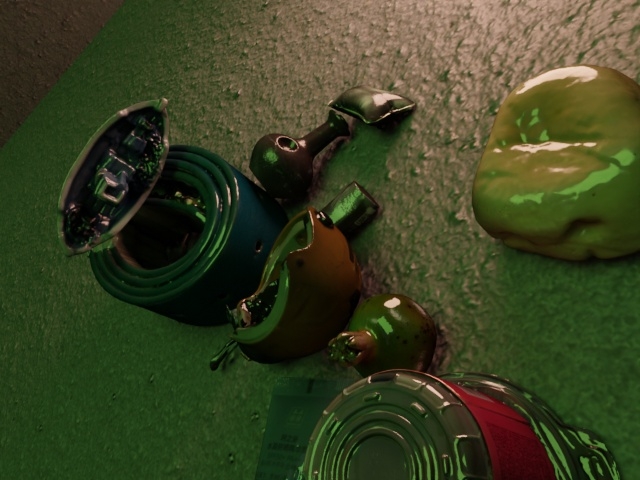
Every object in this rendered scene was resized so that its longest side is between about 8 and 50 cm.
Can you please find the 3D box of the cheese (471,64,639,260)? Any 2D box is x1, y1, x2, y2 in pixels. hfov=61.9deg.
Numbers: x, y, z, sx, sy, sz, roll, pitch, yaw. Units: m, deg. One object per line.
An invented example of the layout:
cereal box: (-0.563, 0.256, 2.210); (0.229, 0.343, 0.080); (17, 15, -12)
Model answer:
cheese: (0.267, -0.081, 0.592); (0.218, 0.117, 0.235); (-42, 41, 17)

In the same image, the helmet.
helmet: (-0.020, 0.066, 0.710); (0.198, 0.130, 0.224); (-50, 12, 24)

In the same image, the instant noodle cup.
instant noodle cup: (0.100, 0.230, 0.503); (0.302, 0.181, 0.258); (-35, 45, 21)

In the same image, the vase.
vase: (-0.031, -0.153, 0.921); (0.183, 0.120, 0.120); (-37, 43, -3)

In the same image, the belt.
belt: (-0.259, -0.012, 0.984); (0.436, 0.173, 0.300); (14, 74, 45)

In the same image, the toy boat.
toy boat: (-0.345, -0.109, 0.900); (0.142, 0.129, 0.309); (19, 78, 58)

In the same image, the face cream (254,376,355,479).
face cream: (-0.048, 0.353, 0.641); (0.135, 0.086, 0.385); (-9, 55, 35)

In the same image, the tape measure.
tape measure: (-0.097, 0.166, 0.829); (0.107, 0.104, 0.180); (57, 137, 30)

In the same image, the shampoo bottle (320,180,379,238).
shampoo bottle: (-0.001, -0.001, 0.830); (0.207, 0.057, 0.064); (-43, 51, 16)

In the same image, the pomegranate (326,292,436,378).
pomegranate: (0.070, 0.119, 0.632); (0.114, 0.142, 0.115); (0, 90, 47)

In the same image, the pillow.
pillow: (0.082, -0.226, 0.886); (0.091, 0.055, 0.135); (-44, 44, -4)
